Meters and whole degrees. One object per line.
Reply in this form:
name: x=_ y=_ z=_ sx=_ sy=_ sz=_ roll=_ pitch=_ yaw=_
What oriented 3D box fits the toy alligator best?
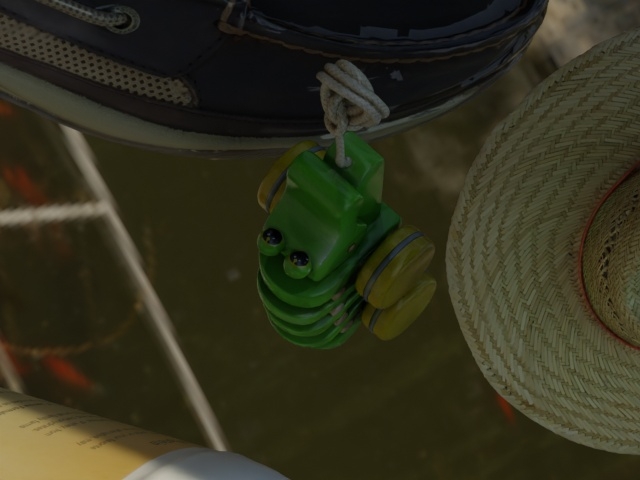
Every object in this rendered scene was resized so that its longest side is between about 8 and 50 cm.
toy alligator: x=0.000 y=0.000 z=0.586 sx=0.056 sy=0.051 sz=0.189 roll=41 pitch=-11 yaw=17

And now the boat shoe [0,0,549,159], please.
boat shoe: x=-0.074 y=-0.114 z=0.596 sx=0.355 sy=0.130 sz=0.132 roll=4 pitch=67 yaw=-20

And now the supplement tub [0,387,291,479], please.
supplement tub: x=-0.126 y=0.174 z=0.704 sx=0.228 sy=0.316 sz=0.228 roll=-36 pitch=132 yaw=-54

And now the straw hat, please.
straw hat: x=0.113 y=0.004 z=0.530 sx=0.144 sy=0.144 sz=0.061 roll=59 pitch=-2 yaw=-6
